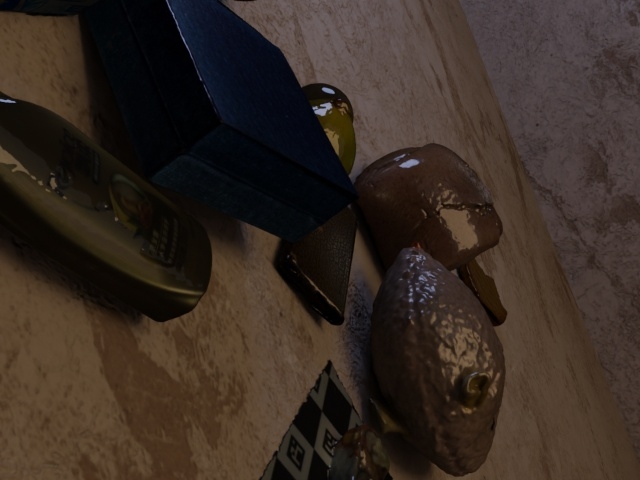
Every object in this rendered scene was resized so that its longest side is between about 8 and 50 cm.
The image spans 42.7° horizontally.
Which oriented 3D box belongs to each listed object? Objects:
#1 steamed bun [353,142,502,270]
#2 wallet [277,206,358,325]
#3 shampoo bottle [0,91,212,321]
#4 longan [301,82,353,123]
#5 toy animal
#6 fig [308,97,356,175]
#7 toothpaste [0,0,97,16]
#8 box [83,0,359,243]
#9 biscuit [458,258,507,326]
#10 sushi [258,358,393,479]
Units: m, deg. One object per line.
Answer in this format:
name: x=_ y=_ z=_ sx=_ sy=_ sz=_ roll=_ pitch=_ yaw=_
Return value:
steamed bun: x=0.208 y=-0.054 z=1.457 sx=0.301 sy=0.199 sz=0.251 roll=-24 pitch=92 yaw=-65
wallet: x=0.000 y=0.000 z=1.184 sx=0.133 sy=0.039 sz=0.243 roll=48 pitch=31 yaw=-25
shampoo bottle: x=-0.231 y=-0.051 z=0.688 sx=0.350 sy=0.084 sz=0.125 roll=42 pitch=29 yaw=-43
longan: x=-0.008 y=-0.194 z=1.263 sx=0.119 sy=0.106 sz=0.106 roll=15 pitch=45 yaw=-12
toy animal: x=0.172 y=0.173 z=1.215 sx=0.226 sy=0.188 sz=0.358 roll=16 pitch=55 yaw=-67
fig: x=-0.018 y=-0.131 z=1.152 sx=0.136 sy=0.121 sz=0.153 roll=31 pitch=55 yaw=-27
toothpaste: x=-0.292 y=-0.244 z=0.737 sx=0.053 sy=0.066 sz=0.272 roll=68 pitch=24 yaw=-3
box: x=-0.111 y=-0.155 z=0.930 sx=0.279 sy=0.116 sz=0.261 roll=27 pitch=34 yaw=-57
biscuit: x=0.359 y=0.097 z=1.854 sx=0.228 sy=0.031 sz=0.176 roll=64 pitch=24 yaw=-5
sushi: x=0.062 y=0.347 z=0.987 sx=0.320 sy=0.069 sz=0.339 roll=63 pitch=25 yaw=-12
